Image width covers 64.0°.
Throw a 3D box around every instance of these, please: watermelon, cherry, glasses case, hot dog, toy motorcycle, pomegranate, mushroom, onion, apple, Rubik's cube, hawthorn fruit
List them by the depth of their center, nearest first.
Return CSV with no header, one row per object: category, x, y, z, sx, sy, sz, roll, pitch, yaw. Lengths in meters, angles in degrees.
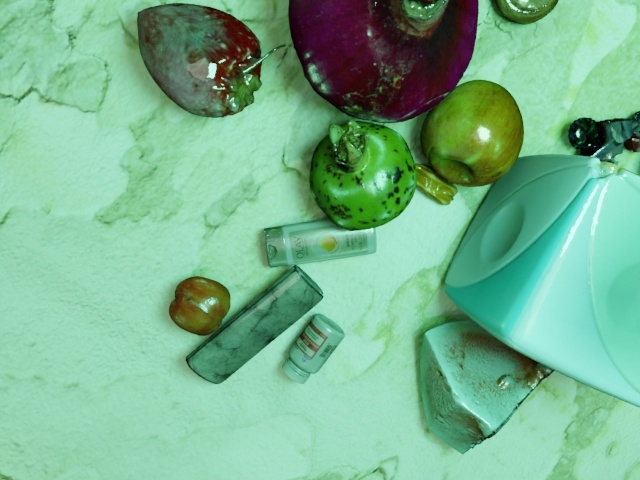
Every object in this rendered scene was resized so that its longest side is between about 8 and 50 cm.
onion,0.115,-0.364,0.832,0.348,0.385,0.347,-2,104,-9
cherry,-0.219,-0.331,0.916,0.250,0.175,0.192,33,87,-9
pomegranate,0.070,-0.131,0.951,0.211,0.263,0.210,-6,73,18
Rubik's cube,0.487,0.057,0.966,0.348,0.352,0.351,25,100,-10
apple,0.292,-0.207,0.982,0.196,0.196,0.195,-1,101,-5
mushroom,0.400,-0.482,0.990,0.126,0.085,0.109,32,132,-12
hawthorn fruit,-0.244,0.133,1.037,0.128,0.128,0.128,-1,101,-5
toy motorcycle,0.611,-0.202,1.063,0.213,0.082,0.122,-10,108,-12
watermelon,0.328,0.294,1.068,0.320,0.213,0.289,-37,100,15
glasses case,-0.136,0.176,1.068,0.299,0.060,0.114,-41,134,4
hot dog,0.232,-0.121,1.070,0.133,0.041,0.056,32,97,-18

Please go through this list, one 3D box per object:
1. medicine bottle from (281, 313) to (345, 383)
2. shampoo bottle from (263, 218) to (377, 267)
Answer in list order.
medicine bottle,-0.018,0.232,1.092,0.079,0.079,0.140,35,96,-11
shampoo bottle,0.000,0.000,1.060,0.228,0.056,0.086,-7,106,-4
